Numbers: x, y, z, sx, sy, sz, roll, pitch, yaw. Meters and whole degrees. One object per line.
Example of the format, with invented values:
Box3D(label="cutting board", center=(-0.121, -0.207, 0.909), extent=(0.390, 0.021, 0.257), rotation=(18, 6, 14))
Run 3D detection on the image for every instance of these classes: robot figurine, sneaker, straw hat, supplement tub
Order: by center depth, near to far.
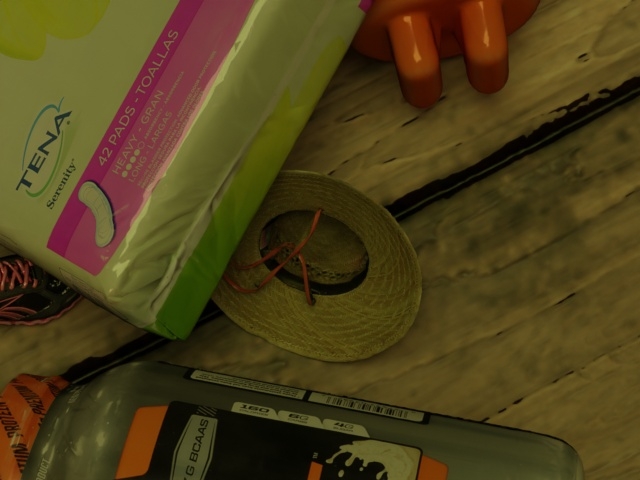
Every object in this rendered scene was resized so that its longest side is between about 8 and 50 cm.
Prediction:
Box3D(label="supplement tub", center=(-0.026, 0.174, 0.998), extent=(0.316, 0.193, 0.194), rotation=(10, 75, 5))
Box3D(label="straw hat", center=(0.000, 0.000, 1.108), extent=(0.144, 0.144, 0.061), rotation=(21, 36, 7))
Box3D(label="sneaker", center=(-0.197, 0.028, 1.114), extent=(0.119, 0.057, 0.047), rotation=(-16, 72, -3))
Box3D(label="robot figurine", center=(0.065, -0.196, 1.130), extent=(0.158, 0.128, 0.219), rotation=(-25, 70, 40))

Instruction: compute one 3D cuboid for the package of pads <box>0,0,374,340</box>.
Box3D(label="package of pads", center=(-0.108, -0.122, 1.071), extent=(0.229, 0.101, 0.297), rotation=(28, 87, 34))
